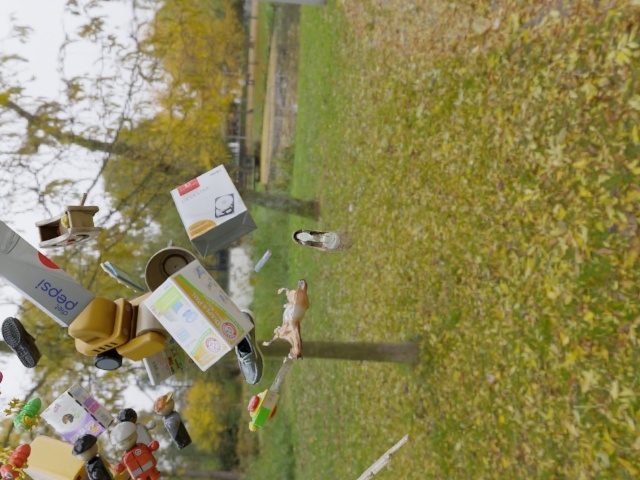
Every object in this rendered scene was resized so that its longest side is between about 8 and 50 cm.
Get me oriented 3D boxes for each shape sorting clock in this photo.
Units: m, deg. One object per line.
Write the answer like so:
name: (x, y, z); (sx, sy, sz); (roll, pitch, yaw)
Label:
shape sorting clock: (-0.813, 0.157, 2.264); (0.040, 0.206, 0.206); (-52, 9, -4)

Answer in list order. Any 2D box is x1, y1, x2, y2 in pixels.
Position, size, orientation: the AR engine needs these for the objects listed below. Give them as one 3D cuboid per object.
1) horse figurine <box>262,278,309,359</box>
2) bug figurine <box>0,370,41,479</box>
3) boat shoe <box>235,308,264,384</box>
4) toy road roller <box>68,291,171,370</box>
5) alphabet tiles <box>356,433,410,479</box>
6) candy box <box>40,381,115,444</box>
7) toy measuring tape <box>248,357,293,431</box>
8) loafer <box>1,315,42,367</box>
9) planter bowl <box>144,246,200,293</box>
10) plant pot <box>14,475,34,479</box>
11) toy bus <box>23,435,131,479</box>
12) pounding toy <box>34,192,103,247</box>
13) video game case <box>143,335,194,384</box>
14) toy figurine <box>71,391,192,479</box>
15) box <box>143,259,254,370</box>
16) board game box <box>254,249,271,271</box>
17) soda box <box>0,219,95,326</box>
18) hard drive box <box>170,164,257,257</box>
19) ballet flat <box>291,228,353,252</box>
horse figurine: (-0.086, 0.220, 1.631); (0.174, 0.066, 0.263); (-17, 50, 55)
bug figurine: (-0.752, 0.416, 1.267); (0.279, 0.072, 0.216); (49, -156, -26)
boat shoe: (-0.299, 0.432, 2.160); (0.099, 0.116, 0.319); (-34, -57, -60)
toy road roller: (-0.693, 0.284, 1.877); (0.240, 0.330, 0.202); (51, -159, -47)
alphabet tiles: (0.171, 0.697, 1.691); (0.021, 0.278, 0.284); (48, 178, 19)
candy box: (-0.873, 0.636, 1.985); (0.165, 0.196, 0.070); (-39, 8, 17)
toy measuring tape: (-0.217, 0.646, 2.332); (0.330, 0.121, 0.121); (-64, 5, -11)
loafer: (-1.175, 0.397, 2.171); (0.078, 0.080, 0.220); (-63, -51, -80)
planter bowl: (-0.432, 0.089, 1.633); (0.109, 0.162, 0.162); (-136, 49, -72)
plant pot: (-1.039, 0.870, 1.921); (0.081, 0.081, 0.083); (42, -173, -47)
toy bus: (-0.699, 0.655, 1.569); (0.108, 0.333, 0.130); (-57, -45, -41)
pounding toy: (-0.747, -0.066, 1.613); (0.269, 0.154, 0.154); (-21, 80, 54)
video game case: (-0.589, 0.402, 2.101); (0.026, 0.206, 0.227); (-14, 96, 41)
toy figurine: (-0.429, 0.461, 1.269); (0.148, 0.213, 0.209); (62, -152, -5)
box: (-0.265, 0.164, 1.211); (0.114, 0.203, 0.103); (-39, 2, 30)
board game box: (-0.228, 0.079, 2.191); (0.090, 0.020, 0.090); (-52, 9, 2)
soda box: (-0.688, 0.081, 1.316); (0.098, 0.286, 0.091); (-54, 20, -27)
hard drive box: (-0.313, -0.089, 1.608); (0.232, 0.181, 0.089); (56, 173, 41)
ballet flat: (0.000, 0.000, 1.786); (0.067, 0.206, 0.073); (20, -106, -72)
